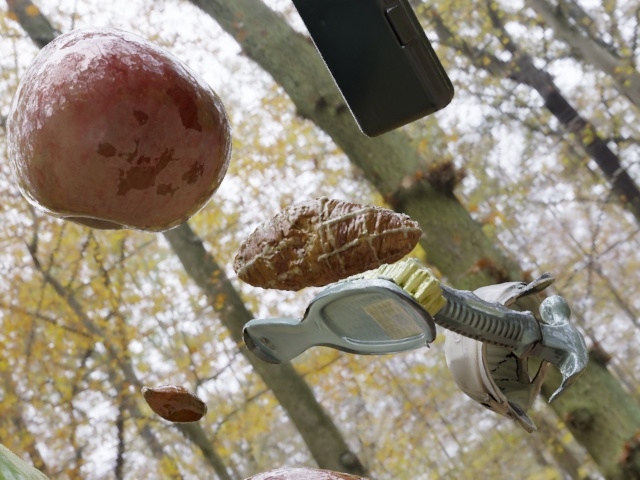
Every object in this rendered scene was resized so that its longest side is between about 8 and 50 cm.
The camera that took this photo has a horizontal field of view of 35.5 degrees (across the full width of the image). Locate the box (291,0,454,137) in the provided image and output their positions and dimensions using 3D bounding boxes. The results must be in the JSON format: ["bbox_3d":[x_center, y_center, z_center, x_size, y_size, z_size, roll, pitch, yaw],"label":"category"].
[{"bbox_3d":[0.062,-0.251,1.267,0.050,0.230,0.160,-35,10,-36],"label":"box"}]

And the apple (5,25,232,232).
[{"bbox_3d":[-0.286,-0.135,1.398,0.269,0.345,0.345,-61,-27,-11],"label":"apple"}]

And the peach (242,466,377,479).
[{"bbox_3d":[0.028,0.426,0.967,0.353,0.417,0.338,-22,-55,-47],"label":"peach"}]

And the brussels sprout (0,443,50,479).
[{"bbox_3d":[-0.272,0.228,0.600,0.295,0.227,0.259,17,-90,-19],"label":"brussels sprout"}]

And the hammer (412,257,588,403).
[{"bbox_3d":[0.194,0.091,1.112,0.227,0.158,0.041,22,-58,-12],"label":"hammer"}]

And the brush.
[{"bbox_3d":[0.016,0.056,0.807,0.060,0.068,0.297,-48,13,-26],"label":"brush"}]

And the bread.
[{"bbox_3d":[0.000,0.000,1.157,0.233,0.104,0.076,-10,-16,12],"label":"bread"}]

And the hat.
[{"bbox_3d":[0.258,0.158,1.463,0.161,0.231,0.275,3,-3,14],"label":"hat"}]

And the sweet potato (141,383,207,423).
[{"bbox_3d":[-0.127,0.148,0.898,0.034,0.034,0.095,-41,-32,13],"label":"sweet potato"}]
